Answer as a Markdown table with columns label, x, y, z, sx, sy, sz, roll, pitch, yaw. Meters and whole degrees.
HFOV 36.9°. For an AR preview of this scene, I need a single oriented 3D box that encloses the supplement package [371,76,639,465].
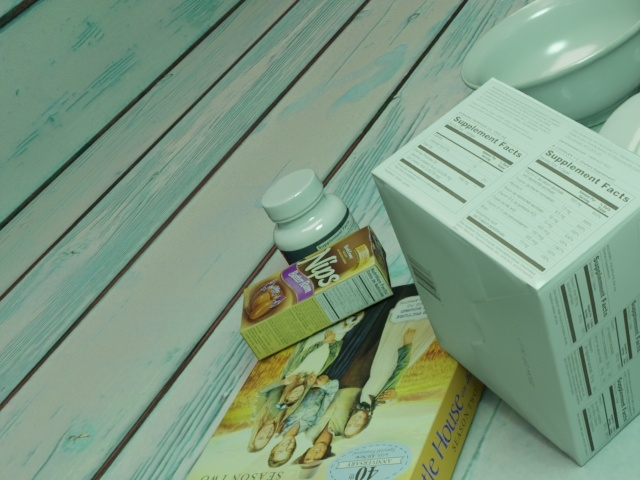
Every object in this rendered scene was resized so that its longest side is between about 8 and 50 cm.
| label | x | y | z | sx | sy | sz | roll | pitch | yaw |
| --- | --- | --- | --- | --- | --- | --- | --- | --- | --- |
| supplement package | 0.189 | 0.028 | 0.841 | 0.145 | 0.262 | 0.204 | -37 | 46 | -12 |

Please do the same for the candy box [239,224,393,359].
| label | x | y | z | sx | sy | sz | roll | pitch | yaw |
| --- | --- | --- | --- | --- | --- | --- | --- | --- | --- |
| candy box | -0.007 | 0.062 | 1.179 | 0.186 | 0.053 | 0.109 | -26 | 24 | 10 |

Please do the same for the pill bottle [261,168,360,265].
| label | x | y | z | sx | sy | sz | roll | pitch | yaw |
| --- | --- | --- | --- | --- | --- | --- | --- | --- | --- |
| pill bottle | 0.000 | 0.000 | 1.270 | 0.108 | 0.180 | 0.108 | -26 | 25 | 13 |

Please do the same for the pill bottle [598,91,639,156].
| label | x | y | z | sx | sy | sz | roll | pitch | yaw |
| --- | --- | --- | --- | --- | --- | --- | --- | --- | --- |
| pill bottle | 0.413 | -0.018 | 0.774 | 0.224 | 0.224 | 0.392 | -39 | 26 | -13 |

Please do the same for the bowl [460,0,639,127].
| label | x | y | z | sx | sy | sz | roll | pitch | yaw |
| --- | --- | --- | --- | --- | --- | --- | --- | --- | --- |
| bowl | 0.360 | -0.247 | 1.358 | 0.297 | 0.134 | 0.298 | -26 | 25 | 13 |

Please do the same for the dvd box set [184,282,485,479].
| label | x | y | z | sx | sy | sz | roll | pitch | yaw |
| --- | --- | --- | --- | --- | --- | --- | --- | --- | --- |
| dvd box set | 0.010 | 0.207 | 1.023 | 0.307 | 0.062 | 0.420 | -13 | 31 | 37 |
